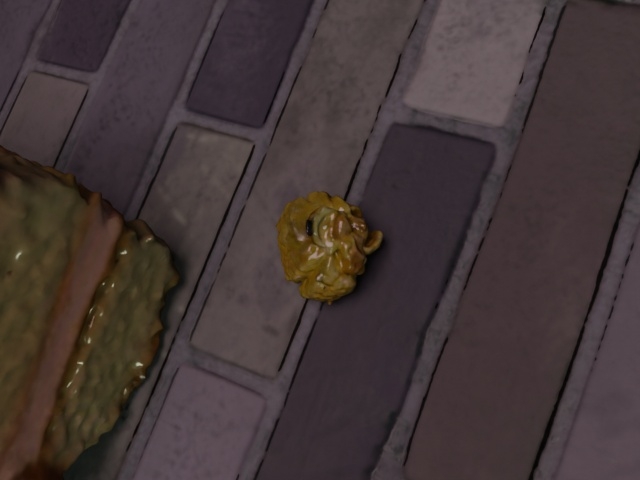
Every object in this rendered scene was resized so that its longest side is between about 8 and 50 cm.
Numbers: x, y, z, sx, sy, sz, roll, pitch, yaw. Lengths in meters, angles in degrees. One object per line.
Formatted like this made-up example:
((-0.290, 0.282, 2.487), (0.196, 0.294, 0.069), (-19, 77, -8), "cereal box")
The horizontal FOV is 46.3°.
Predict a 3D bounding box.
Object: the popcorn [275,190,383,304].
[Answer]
((0.000, 0.000, 0.555), (0.084, 0.084, 0.084), (-6, 72, 20), "popcorn")

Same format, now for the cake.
((-0.325, 0.036, 0.545), (0.314, 0.306, 0.293), (18, 83, 25), "cake")
